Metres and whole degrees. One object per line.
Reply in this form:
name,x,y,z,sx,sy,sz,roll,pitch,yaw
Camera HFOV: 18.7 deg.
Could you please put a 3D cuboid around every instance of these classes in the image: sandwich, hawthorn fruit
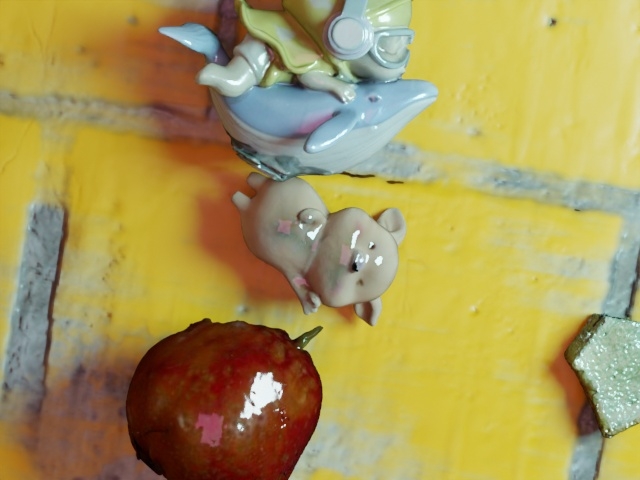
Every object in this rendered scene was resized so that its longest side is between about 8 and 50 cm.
sandwich,0.249,0.094,1.523,0.105,0.036,0.093,-22,96,3
hawthorn fruit,-0.064,0.121,1.484,0.172,0.148,0.148,-41,95,-2

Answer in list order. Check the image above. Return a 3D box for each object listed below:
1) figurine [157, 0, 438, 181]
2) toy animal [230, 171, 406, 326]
figurine,-0.013,-0.135,1.457,0.208,0.128,0.184,18,95,3
toy animal,0.000,-0.002,1.501,0.150,0.089,0.083,33,119,-6
